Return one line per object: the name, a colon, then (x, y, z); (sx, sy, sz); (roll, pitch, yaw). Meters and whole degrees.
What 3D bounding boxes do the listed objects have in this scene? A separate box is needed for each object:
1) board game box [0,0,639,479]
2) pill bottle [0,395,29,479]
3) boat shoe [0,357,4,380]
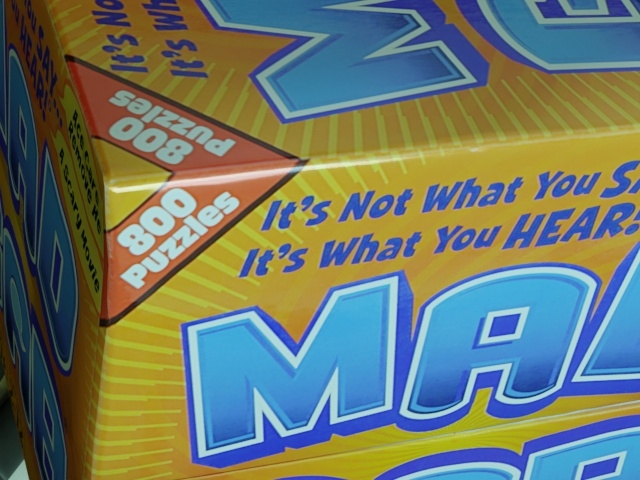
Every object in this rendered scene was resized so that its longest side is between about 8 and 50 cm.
board game box: (0.010, -0.024, 0.836); (0.356, 0.356, 0.356); (-7, 134, -19)
pill bottle: (-0.240, 0.224, 1.158); (0.130, 0.130, 0.245); (36, 96, -26)
boat shoe: (-0.263, 0.052, 1.091); (0.114, 0.091, 0.302); (29, 107, -16)
